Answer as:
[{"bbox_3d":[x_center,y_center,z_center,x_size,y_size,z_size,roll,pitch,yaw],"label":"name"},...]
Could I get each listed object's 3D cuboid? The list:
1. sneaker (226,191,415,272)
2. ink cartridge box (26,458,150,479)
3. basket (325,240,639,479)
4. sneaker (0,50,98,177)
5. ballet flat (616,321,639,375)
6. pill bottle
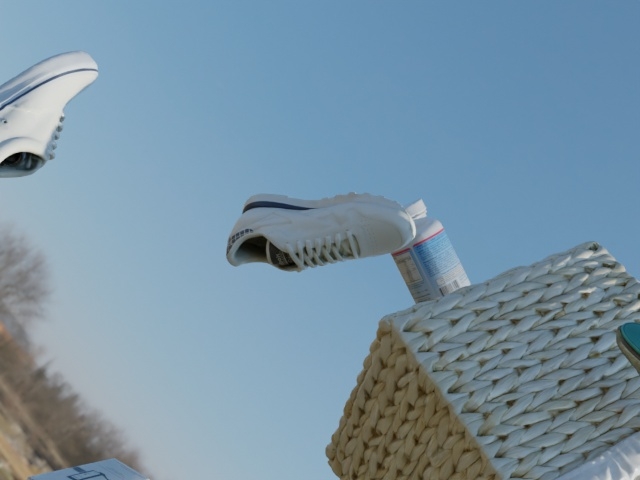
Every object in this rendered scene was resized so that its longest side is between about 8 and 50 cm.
[{"bbox_3d":[0.000,0.000,1.276,0.235,0.094,0.090,-2,-55,21],"label":"sneaker"},{"bbox_3d":[-0.369,0.425,1.574,0.086,0.148,0.203,23,8,26],"label":"ink cartridge box"},{"bbox_3d":[0.225,0.215,1.141,0.266,0.331,0.328,56,-32,29],"label":"basket"},{"bbox_3d":[-0.316,-0.116,1.100,0.091,0.258,0.094,51,-45,-7],"label":"sneaker"},{"bbox_3d":[0.339,0.134,0.943,0.168,0.057,0.052,29,-50,25],"label":"ballet flat"},{"bbox_3d":[0.152,0.024,1.513,0.160,0.087,0.087,64,-19,-3],"label":"pill bottle"}]
